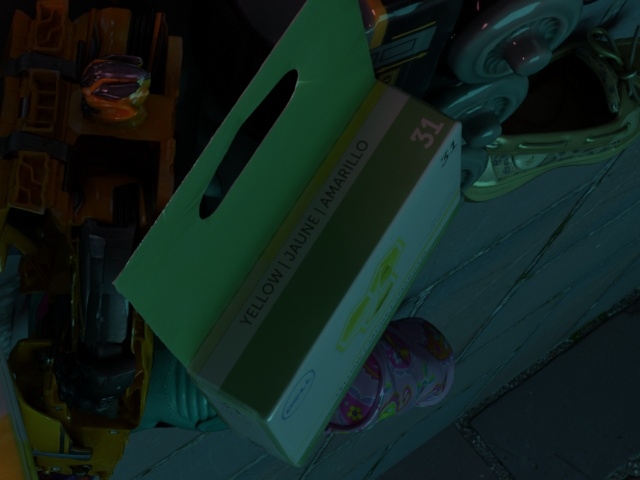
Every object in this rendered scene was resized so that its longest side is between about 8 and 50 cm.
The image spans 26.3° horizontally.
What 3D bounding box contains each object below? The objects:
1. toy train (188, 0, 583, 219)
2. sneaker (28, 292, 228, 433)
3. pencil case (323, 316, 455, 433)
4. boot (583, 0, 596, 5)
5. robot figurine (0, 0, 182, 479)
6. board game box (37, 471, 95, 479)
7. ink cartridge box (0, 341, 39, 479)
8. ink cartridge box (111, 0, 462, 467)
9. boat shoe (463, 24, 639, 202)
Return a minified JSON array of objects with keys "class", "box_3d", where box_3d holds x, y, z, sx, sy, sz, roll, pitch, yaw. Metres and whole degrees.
[{"class":"toy train","box_3d":[0.015,-0.094,0.783,0.190,0.142,0.334,-21,161,-18]},{"class":"sneaker","box_3d":[-0.108,0.056,0.938,0.178,0.123,0.295,0,-169,-9]},{"class":"pencil case","box_3d":[0.064,0.155,1.600,0.124,0.124,0.284,-44,165,17]},{"class":"boot","box_3d":[0.172,-0.219,0.824,0.223,0.118,0.338,-42,161,31]},{"class":"robot figurine","box_3d":[-0.117,0.002,0.670,0.085,0.211,0.291,4,150,-8]},{"class":"board game box","box_3d":[-0.339,0.307,1.249,0.208,0.056,0.347,-30,163,-44]},{"class":"ink cartridge box","box_3d":[-0.182,0.169,0.537,0.160,0.384,0.279,-13,156,-18]},{"class":"ink cartridge box","box_3d":[0.000,0.000,0.626,0.171,0.056,0.235,-57,166,-13]},{"class":"boat shoe","box_3d":[0.224,-0.121,1.226,0.285,0.104,0.089,-30,165,-29]}]
